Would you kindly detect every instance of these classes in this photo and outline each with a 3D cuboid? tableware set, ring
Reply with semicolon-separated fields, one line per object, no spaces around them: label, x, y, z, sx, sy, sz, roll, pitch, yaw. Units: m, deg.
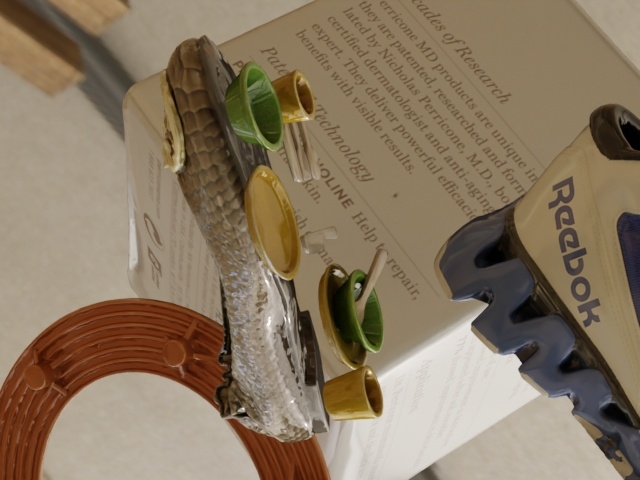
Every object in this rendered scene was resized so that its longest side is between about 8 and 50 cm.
tableware set;0.000;0.000;0.635;0.024;0.104;0.154;-14;-90;19
ring;-0.138;0.212;1.178;0.336;0.032;0.337;4;-82;28

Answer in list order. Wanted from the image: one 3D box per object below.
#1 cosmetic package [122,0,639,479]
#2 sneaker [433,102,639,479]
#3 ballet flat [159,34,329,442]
cosmetic package;0.072;-0.009;1.359;0.393;0.329;0.327;-29;-114;-22
sneaker;0.212;0.043;0.712;0.315;0.127;0.182;44;-62;20
ballet flat;-0.043;0.012;0.717;0.058;0.250;0.084;-9;-134;5
